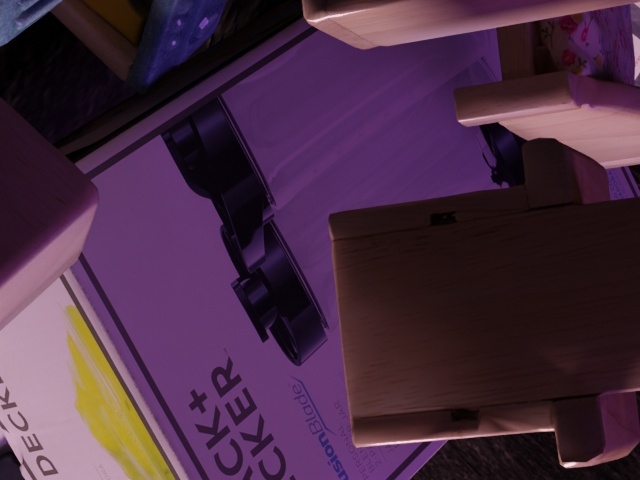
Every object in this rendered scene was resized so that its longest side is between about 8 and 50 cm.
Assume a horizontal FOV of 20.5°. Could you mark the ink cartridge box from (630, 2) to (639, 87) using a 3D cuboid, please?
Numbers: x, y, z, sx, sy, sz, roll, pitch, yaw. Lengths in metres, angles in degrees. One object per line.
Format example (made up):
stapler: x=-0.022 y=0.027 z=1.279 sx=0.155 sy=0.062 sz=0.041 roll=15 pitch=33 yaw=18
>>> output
ink cartridge box: x=0.257 y=-0.174 z=1.493 sx=0.100 sy=0.237 sz=0.172 roll=-49 pitch=174 yaw=13

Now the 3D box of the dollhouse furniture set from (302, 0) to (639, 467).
dollhouse furniture set: x=0.132 y=-0.088 z=0.584 sx=0.174 sy=0.303 sz=0.355 roll=-8 pitch=173 yaw=20

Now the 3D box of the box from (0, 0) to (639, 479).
box: x=0.000 y=0.000 z=0.685 sx=0.087 sy=0.169 sz=0.290 roll=-16 pitch=-164 yaw=45

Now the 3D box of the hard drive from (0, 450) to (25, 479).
hard drive: x=-0.163 y=0.145 z=0.785 sx=0.135 sy=0.022 sz=0.094 roll=-49 pitch=174 yaw=4

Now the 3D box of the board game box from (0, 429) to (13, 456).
board game box: x=-0.221 y=0.126 z=0.785 sx=0.302 sy=0.086 sz=0.308 roll=-46 pitch=173 yaw=-15

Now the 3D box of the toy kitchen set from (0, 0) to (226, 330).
toy kitchen set: x=-0.082 y=-0.048 z=0.499 sx=0.207 sy=0.122 sz=0.166 roll=-44 pitch=173 yaw=-29
